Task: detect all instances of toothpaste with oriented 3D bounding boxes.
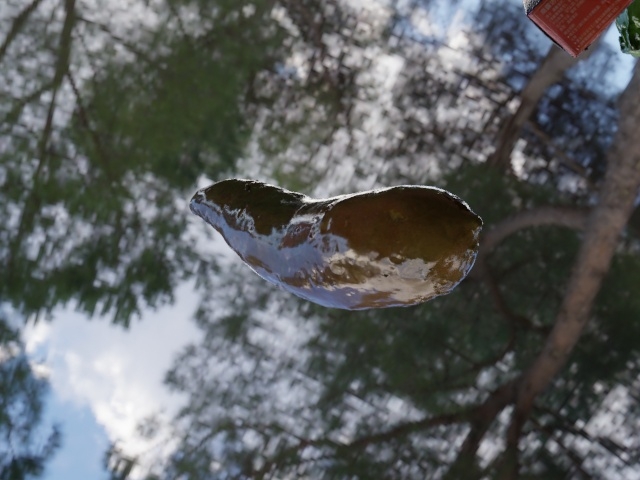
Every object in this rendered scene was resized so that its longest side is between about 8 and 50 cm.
[{"bbox_3d":[0.308,-0.299,1.105,0.066,0.320,0.076,40,-159,-13],"label":"toothpaste"}]

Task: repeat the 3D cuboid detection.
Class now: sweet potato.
[{"bbox_3d":[-0.001,0.001,0.984,0.291,0.097,0.097,5,-160,43],"label":"sweet potato"}]

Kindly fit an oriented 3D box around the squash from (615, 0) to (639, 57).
[{"bbox_3d":[0.355,-0.280,1.306,0.077,0.068,0.219,29,-107,-13],"label":"squash"}]
